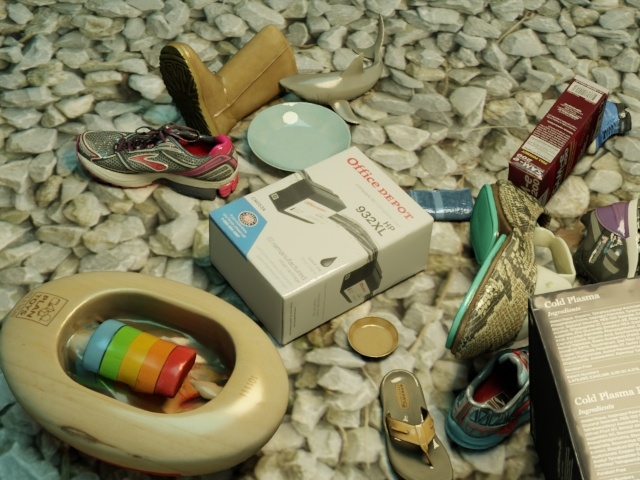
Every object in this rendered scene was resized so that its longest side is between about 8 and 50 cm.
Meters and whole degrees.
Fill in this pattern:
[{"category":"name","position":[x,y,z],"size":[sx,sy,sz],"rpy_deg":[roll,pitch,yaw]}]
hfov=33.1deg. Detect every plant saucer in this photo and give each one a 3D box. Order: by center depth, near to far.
[{"category":"plant saucer","position":[0.085,0.158,1.736],"size":[0.083,0.015,0.083],"rpy_deg":[2,47,-2]},{"category":"plant saucer","position":[-0.040,-0.185,2.028],"size":[0.195,0.037,0.195],"rpy_deg":[2,47,-2]}]

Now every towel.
[{"category":"towel","position":[0.217,-0.064,1.941],"size":[0.119,0.029,0.067],"rpy_deg":[0,48,-5]}]

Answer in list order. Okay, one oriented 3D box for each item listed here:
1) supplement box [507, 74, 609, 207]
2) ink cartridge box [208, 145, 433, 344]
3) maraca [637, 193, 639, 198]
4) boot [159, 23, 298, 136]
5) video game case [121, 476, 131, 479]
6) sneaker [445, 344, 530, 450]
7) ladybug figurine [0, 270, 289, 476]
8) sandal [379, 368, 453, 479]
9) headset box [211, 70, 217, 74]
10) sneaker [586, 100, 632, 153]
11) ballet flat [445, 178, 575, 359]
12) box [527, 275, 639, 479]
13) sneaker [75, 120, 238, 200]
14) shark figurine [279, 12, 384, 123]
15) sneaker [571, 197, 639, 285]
[{"category":"supplement box","position":[0.428,-0.171,1.953],"size":[0.073,0.130,0.239],"rpy_deg":[31,67,22]},{"category":"ink cartridge box","position":[0.000,0.000,1.798],"size":[0.307,0.129,0.223],"rpy_deg":[-27,54,-26]},{"category":"maraca","position":[0.614,-0.042,1.907],"size":[0.127,0.099,0.185],"rpy_deg":[41,79,11]},{"category":"boot","position":[-0.170,-0.331,2.036],"size":[0.089,0.236,0.269],"rpy_deg":[17,49,34]},{"category":"video game case","position":[-0.263,0.452,1.434],"size":[0.227,0.026,0.206],"rpy_deg":[36,55,26]},{"category":"sneaker","position":[0.305,0.213,1.627],"size":[0.262,0.125,0.104],"rpy_deg":[-33,58,-29]},{"category":"ladybug figurine","position":[-0.261,0.201,1.572],"size":[0.449,0.162,0.305],"rpy_deg":[21,50,14]},{"category":"sandal","position":[0.140,0.274,1.603],"size":[0.090,0.060,0.219],"rpy_deg":[-4,48,-7]},{"category":"headset box","position":[-0.227,-0.289,2.093],"size":[0.083,0.062,0.032],"rpy_deg":[-21,53,-22]},{"category":"sneaker","position":[0.561,-0.221,2.090],"size":[0.085,0.058,0.152],"rpy_deg":[7,40,13]},{"category":"ballet flat","position":[0.317,0.047,1.707],"size":[0.182,0.164,0.483],"rpy_deg":[20,29,3]},{"category":"box","position":[0.394,0.276,1.413],"size":[0.179,0.343,0.312],"rpy_deg":[-11,49,2]},{"category":"sneaker","position":[-0.293,-0.164,1.941],"size":[0.299,0.112,0.121],"rpy_deg":[8,47,4]},{"category":"shark figurine","position":[0.074,-0.342,2.127],"size":[0.166,0.116,0.278],"rpy_deg":[39,51,20]},{"category":"sneaker","position":[0.488,0.063,1.819],"size":[0.124,0.107,0.283],"rpy_deg":[-8,50,31]}]
